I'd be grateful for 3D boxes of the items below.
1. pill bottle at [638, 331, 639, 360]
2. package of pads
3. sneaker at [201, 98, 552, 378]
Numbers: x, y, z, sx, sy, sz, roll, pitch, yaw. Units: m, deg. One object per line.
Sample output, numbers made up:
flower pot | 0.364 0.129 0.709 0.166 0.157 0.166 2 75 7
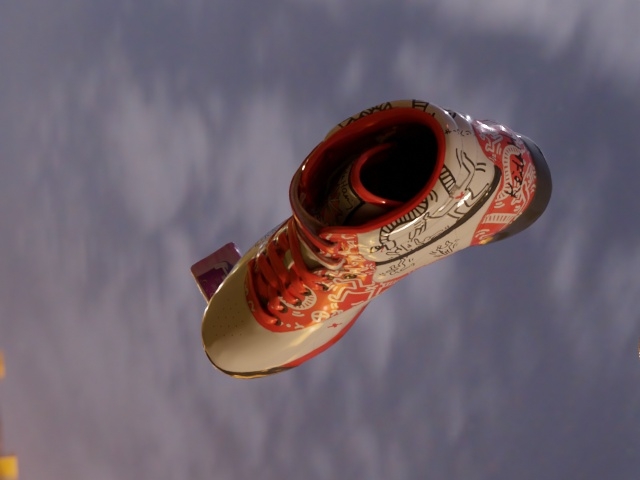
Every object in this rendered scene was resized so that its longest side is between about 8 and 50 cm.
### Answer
pill bottle | 0.422 0.097 1.886 0.264 0.153 0.153 -59 157 -64
package of pads | -0.080 0.048 1.612 0.083 0.050 0.032 59 2 28
sneaker | 0.000 -0.001 1.088 0.270 0.145 0.090 -29 -112 24
